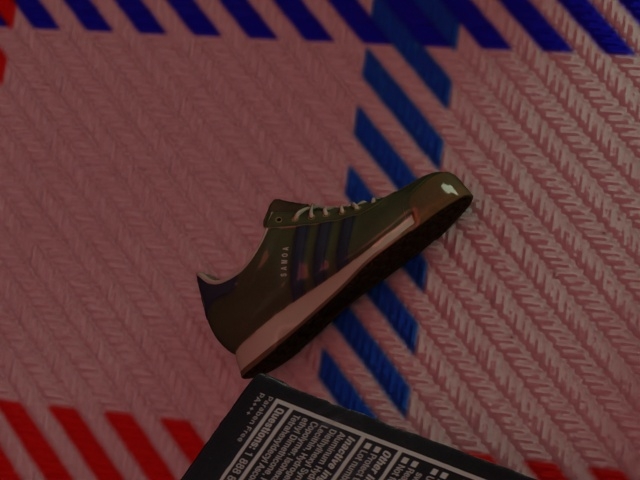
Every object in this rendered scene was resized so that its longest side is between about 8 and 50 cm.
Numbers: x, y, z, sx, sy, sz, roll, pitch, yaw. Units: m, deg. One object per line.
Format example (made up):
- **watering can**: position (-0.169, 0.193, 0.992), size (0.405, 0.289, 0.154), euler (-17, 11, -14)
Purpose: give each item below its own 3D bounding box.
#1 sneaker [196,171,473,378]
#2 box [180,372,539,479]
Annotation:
- **sneaker**: position (0.000, 0.000, 1.275), size (0.192, 0.064, 0.086), euler (-40, 74, 8)
- **box**: position (0.027, 0.272, 1.063), size (0.294, 0.182, 0.296), euler (18, 60, 35)
